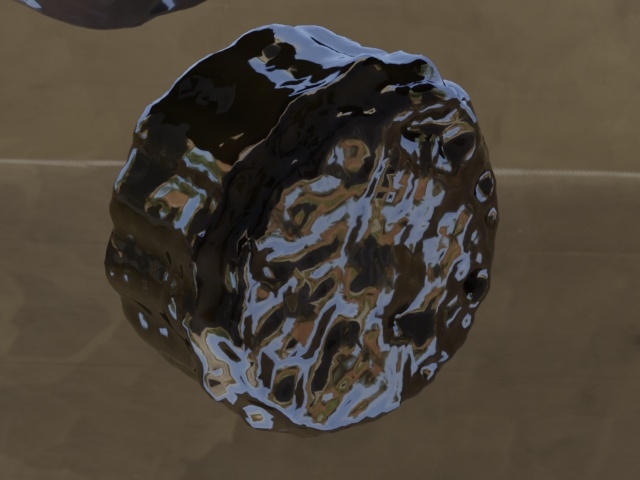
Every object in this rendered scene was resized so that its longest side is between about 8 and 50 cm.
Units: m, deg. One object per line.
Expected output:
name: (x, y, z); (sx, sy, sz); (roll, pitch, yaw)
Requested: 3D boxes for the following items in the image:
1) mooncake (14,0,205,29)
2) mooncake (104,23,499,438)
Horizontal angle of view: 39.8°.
mooncake: (-0.186, -0.334, 0.711); (0.306, 0.154, 0.306); (2, -109, -7)
mooncake: (0.000, -0.002, 0.721); (0.187, 0.324, 0.324); (28, -97, 45)
